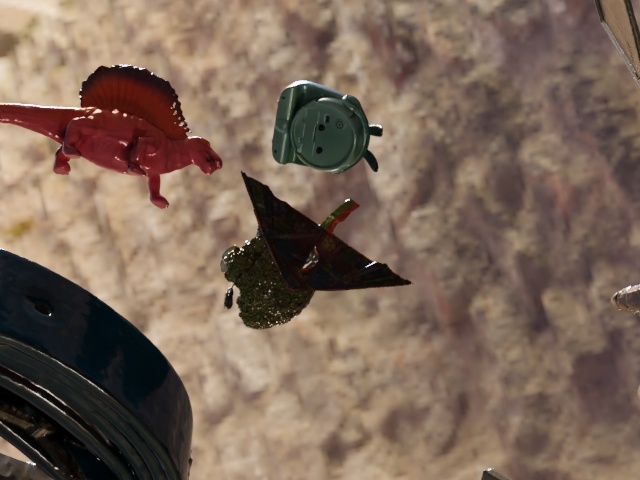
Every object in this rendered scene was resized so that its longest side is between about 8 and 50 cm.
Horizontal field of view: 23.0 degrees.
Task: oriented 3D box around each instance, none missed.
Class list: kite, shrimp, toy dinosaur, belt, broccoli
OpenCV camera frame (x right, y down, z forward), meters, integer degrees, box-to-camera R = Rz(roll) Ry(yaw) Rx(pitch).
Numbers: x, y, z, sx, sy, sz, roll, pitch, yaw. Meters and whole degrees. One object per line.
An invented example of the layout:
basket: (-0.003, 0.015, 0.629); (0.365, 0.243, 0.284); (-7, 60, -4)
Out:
kite: (0.000, 0.000, 1.423); (0.010, 0.190, 0.159); (-54, -176, 38)
shrimp: (0.379, 0.065, 1.732); (0.161, 0.091, 0.034); (132, -33, -80)
toy dinosaur: (-0.232, -0.133, 1.593); (0.070, 0.286, 0.139); (130, -25, -62)
belt: (-0.330, 0.188, 1.643); (0.436, 0.300, 0.173); (40, 25, -21)
broccoli: (-0.060, 0.038, 1.801); (0.120, 0.130, 0.131); (19, -92, 37)

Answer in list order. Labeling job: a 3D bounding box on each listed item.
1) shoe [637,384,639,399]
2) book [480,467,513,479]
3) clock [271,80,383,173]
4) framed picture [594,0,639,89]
shoe: (0.543, 0.133, 1.919); (0.172, 0.351, 0.198); (40, -53, 39)
book: (0.208, 0.379, 1.628); (0.170, 0.018, 0.241); (29, -64, 38)
clock: (0.012, -0.125, 1.832); (0.041, 0.135, 0.101); (-40, 142, -62)
framed picture: (0.337, -0.275, 1.820); (0.231, 0.010, 0.173); (-101, 170, -58)
